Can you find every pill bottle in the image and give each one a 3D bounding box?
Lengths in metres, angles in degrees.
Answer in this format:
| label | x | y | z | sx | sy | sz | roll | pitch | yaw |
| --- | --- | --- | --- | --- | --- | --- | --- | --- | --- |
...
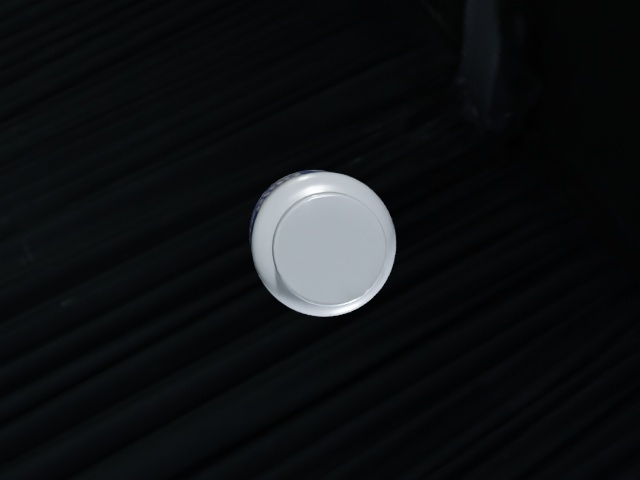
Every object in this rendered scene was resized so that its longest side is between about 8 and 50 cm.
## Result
| label | x | y | z | sx | sy | sz | roll | pitch | yaw |
| --- | --- | --- | --- | --- | --- | --- | --- | --- | --- |
| pill bottle | 0.000 | 0.000 | 0.827 | 0.094 | 0.094 | 0.169 | 64 | -2 | -5 |
